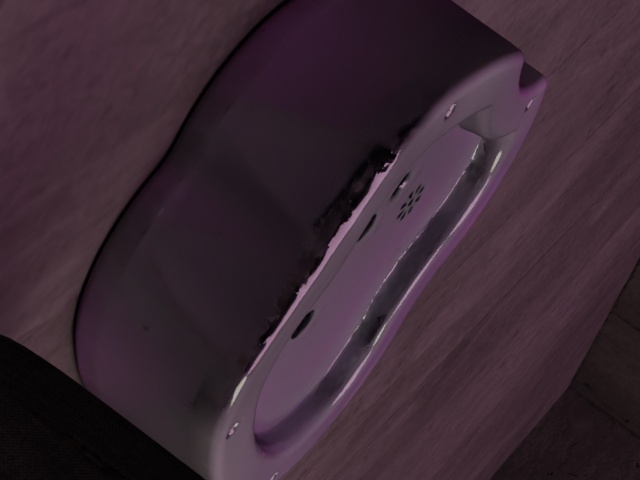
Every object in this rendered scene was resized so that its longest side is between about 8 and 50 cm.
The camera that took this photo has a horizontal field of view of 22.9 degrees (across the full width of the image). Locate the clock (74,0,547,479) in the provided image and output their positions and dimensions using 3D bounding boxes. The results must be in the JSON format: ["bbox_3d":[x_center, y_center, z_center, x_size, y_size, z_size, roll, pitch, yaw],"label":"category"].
[{"bbox_3d":[0.000,0.000,0.940,0.338,0.102,0.338,-49,164,-19],"label":"clock"}]

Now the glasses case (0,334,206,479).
[{"bbox_3d":[-0.067,0.172,0.692,0.074,0.323,0.131,-35,152,-45],"label":"glasses case"}]
